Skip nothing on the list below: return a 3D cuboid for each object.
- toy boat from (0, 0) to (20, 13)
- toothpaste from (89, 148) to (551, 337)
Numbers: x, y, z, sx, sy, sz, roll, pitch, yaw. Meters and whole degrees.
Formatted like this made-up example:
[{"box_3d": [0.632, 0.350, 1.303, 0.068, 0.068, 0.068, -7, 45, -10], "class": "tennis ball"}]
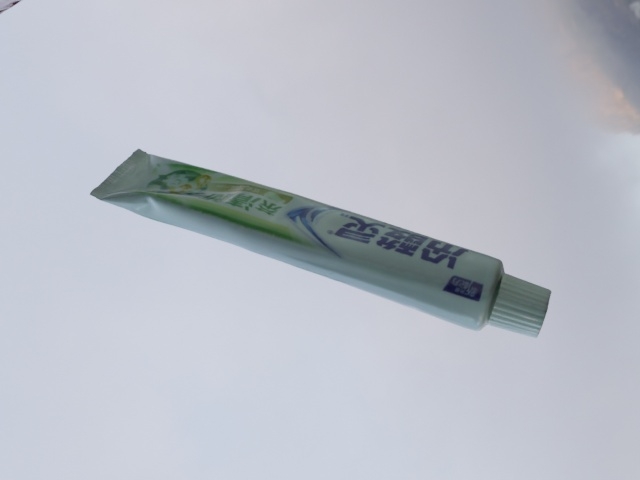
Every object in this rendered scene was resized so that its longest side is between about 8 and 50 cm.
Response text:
[{"box_3d": [-0.103, -0.176, 0.322, 0.141, 0.318, 0.099, -3, -129, -33], "class": "toy boat"}, {"box_3d": [0.000, 0.000, 0.624, 0.075, 0.296, 0.048, -57, -17, -56], "class": "toothpaste"}]
